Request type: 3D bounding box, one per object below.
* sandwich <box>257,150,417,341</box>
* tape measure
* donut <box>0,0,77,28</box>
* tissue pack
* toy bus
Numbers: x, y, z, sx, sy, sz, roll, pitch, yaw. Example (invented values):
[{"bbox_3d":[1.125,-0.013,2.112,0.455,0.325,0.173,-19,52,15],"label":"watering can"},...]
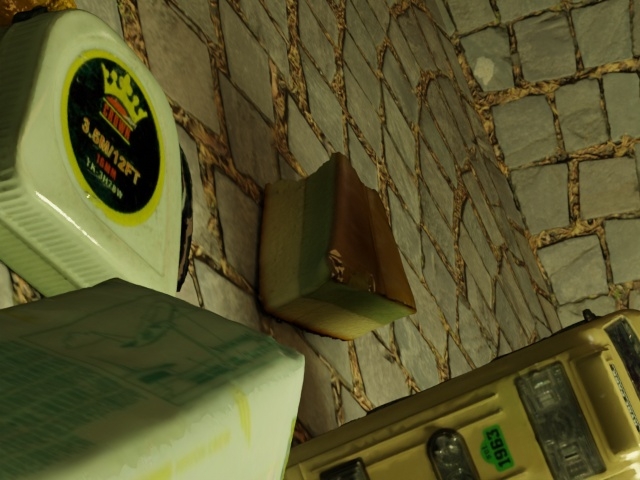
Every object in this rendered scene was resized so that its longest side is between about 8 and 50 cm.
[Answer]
[{"bbox_3d":[0.000,0.000,1.574,0.220,0.108,0.186,22,46,-61],"label":"sandwich"},{"bbox_3d":[-0.184,-0.055,1.097,0.235,0.115,0.207,48,36,-47],"label":"tape measure"},{"bbox_3d":[-0.254,-0.198,1.171,0.178,0.065,0.162,47,25,-43],"label":"donut"},{"bbox_3d":[-0.153,0.185,0.624,0.388,0.162,0.287,-13,119,-72],"label":"tissue pack"},{"bbox_3d":[0.157,0.200,1.336,0.202,0.365,0.177,7,59,-67],"label":"toy bus"}]
